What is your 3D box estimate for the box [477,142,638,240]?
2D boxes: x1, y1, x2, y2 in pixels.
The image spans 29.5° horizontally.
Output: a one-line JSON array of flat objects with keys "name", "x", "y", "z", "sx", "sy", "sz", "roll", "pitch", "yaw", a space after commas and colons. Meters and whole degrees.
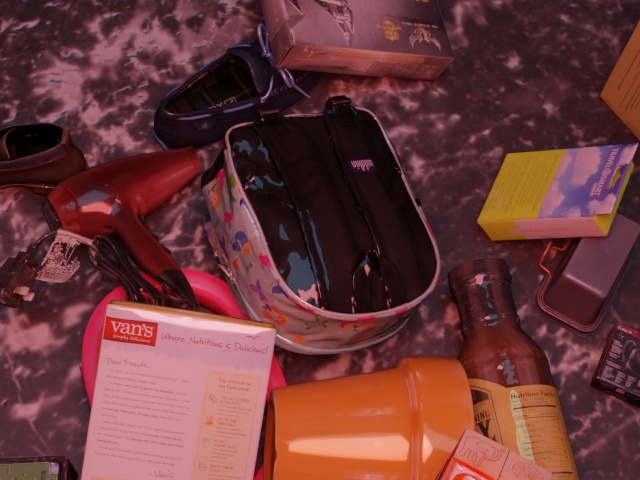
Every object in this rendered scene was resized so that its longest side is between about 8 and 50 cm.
[{"name": "box", "x": 0.278, "y": -0.055, "z": 1.398, "sx": 0.178, "sy": 0.042, "sz": 0.109, "roll": -2, "pitch": 51, "yaw": 43}]

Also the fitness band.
[{"name": "fitness band", "x": -0.144, "y": 0.169, "z": 1.326, "sx": 0.209, "sy": 0.054, "sz": 0.291, "roll": -18, "pitch": 69, "yaw": -14}]

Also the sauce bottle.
[{"name": "sauce bottle", "x": 0.206, "y": 0.187, "z": 1.310, "sx": 0.111, "sy": 0.111, "sz": 0.344, "roll": -7, "pitch": 65, "yaw": -7}]

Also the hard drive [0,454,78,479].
[{"name": "hard drive", "x": -0.365, "y": 0.382, "z": 1.180, "sx": 0.236, "sy": 0.064, "sz": 0.339, "roll": -3, "pitch": 60, "yaw": 0}]

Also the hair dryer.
[{"name": "hair dryer", "x": -0.213, "y": 0.000, "z": 1.366, "sx": 0.223, "sy": 0.080, "sz": 0.293, "roll": 17, "pitch": 53, "yaw": 7}]

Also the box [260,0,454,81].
[{"name": "box", "x": 0.037, "y": -0.293, "z": 1.498, "sx": 0.231, "sy": 0.056, "sz": 0.183, "roll": 1, "pitch": 63, "yaw": -29}]

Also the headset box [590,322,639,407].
[{"name": "headset box", "x": 0.352, "y": 0.138, "z": 1.382, "sx": 0.062, "sy": 0.032, "sz": 0.083, "roll": 23, "pitch": 65, "yaw": 6}]

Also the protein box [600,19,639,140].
[{"name": "protein box", "x": 0.471, "y": -0.182, "z": 1.443, "sx": 0.136, "sy": 0.200, "sz": 0.201, "roll": -32, "pitch": 72, "yaw": -16}]

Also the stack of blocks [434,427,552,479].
[{"name": "stack of blocks", "x": 0.087, "y": 0.330, "z": 1.069, "sx": 0.087, "sy": 0.297, "sz": 0.171, "roll": 28, "pitch": 36, "yaw": 7}]

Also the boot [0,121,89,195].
[{"name": "boot", "x": -0.380, "y": -0.104, "z": 1.400, "sx": 0.219, "sy": 0.106, "sz": 0.082, "roll": 0, "pitch": 65, "yaw": -4}]

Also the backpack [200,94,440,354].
[{"name": "backpack", "x": 0.000, "y": 0.000, "z": 1.320, "sx": 0.225, "sy": 0.191, "sz": 0.253, "roll": -11, "pitch": 60, "yaw": -30}]

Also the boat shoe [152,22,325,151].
[{"name": "boat shoe", "x": -0.083, "y": -0.189, "z": 1.469, "sx": 0.258, "sy": 0.089, "sz": 0.109, "roll": -40, "pitch": 74, "yaw": -19}]

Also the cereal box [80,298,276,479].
[{"name": "cereal box", "x": -0.147, "y": 0.189, "z": 1.227, "sx": 0.173, "sy": 0.047, "sz": 0.240, "roll": 10, "pitch": 93, "yaw": -4}]

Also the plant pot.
[{"name": "plant pot", "x": 0.041, "y": 0.216, "z": 1.223, "sx": 0.188, "sy": 0.205, "sz": 0.205, "roll": 3, "pitch": 65, "yaw": -7}]

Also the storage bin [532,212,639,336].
[{"name": "storage bin", "x": 0.308, "y": 0.025, "z": 1.399, "sx": 0.098, "sy": 0.091, "sz": 0.135, "roll": 29, "pitch": 66, "yaw": 9}]
